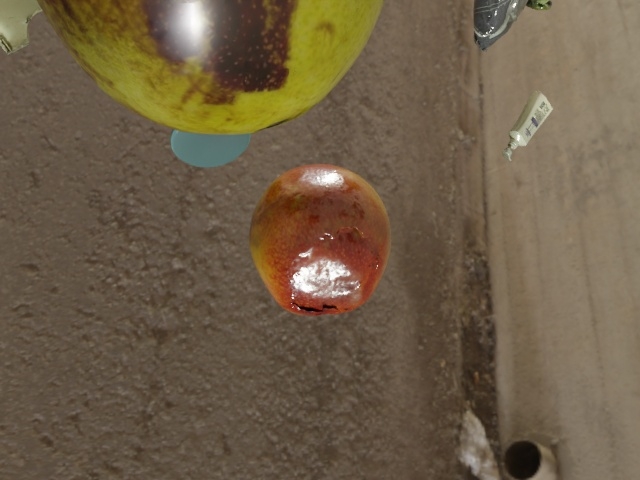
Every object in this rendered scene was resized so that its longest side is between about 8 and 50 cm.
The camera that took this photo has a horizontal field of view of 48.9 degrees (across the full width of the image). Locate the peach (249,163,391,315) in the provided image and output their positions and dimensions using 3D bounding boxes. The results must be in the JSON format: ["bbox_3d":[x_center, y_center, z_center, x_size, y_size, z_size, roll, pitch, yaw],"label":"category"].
[{"bbox_3d":[0.000,0.000,1.055,0.231,0.231,0.231,25,56,-43],"label":"peach"}]

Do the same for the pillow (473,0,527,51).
[{"bbox_3d":[0.302,-0.451,1.088,0.092,0.335,0.161,31,60,16],"label":"pillow"}]

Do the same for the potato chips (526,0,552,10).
[{"bbox_3d":[0.334,-0.639,1.344,0.429,0.070,0.358,65,4,6],"label":"potato chips"}]

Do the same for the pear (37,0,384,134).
[{"bbox_3d":[-0.084,-0.214,0.523,0.283,0.283,0.284,25,56,-43],"label":"pear"}]

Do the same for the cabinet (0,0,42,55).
[{"bbox_3d":[-0.366,-0.422,0.788,0.227,0.290,0.318,-35,101,-13],"label":"cabinet"}]

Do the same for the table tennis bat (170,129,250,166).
[{"bbox_3d":[-0.147,-0.179,1.103,0.124,0.201,0.033,27,38,-44],"label":"table tennis bat"}]

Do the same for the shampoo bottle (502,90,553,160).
[{"bbox_3d":[0.377,-0.210,1.301,0.049,0.034,0.141,46,74,-32],"label":"shampoo bottle"}]
